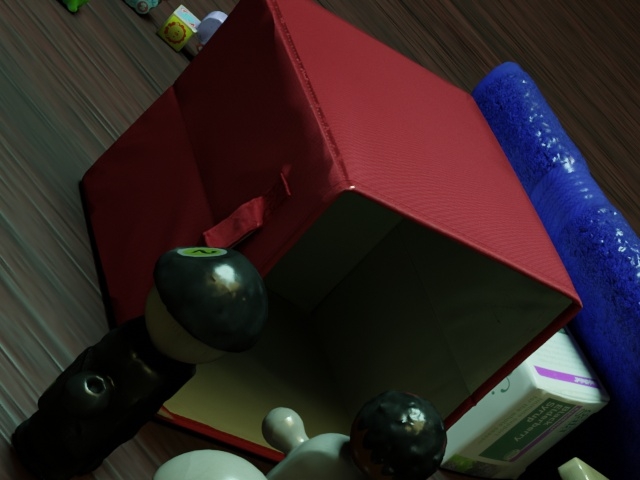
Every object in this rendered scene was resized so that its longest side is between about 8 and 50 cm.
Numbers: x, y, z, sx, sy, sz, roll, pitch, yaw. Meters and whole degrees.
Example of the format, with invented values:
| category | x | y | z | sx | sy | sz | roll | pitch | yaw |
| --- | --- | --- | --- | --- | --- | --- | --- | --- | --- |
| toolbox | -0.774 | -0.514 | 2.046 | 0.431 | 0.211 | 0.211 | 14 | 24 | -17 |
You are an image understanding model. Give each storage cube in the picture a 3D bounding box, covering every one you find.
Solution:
| category | x | y | z | sx | sy | sz | roll | pitch | yaw |
| --- | --- | --- | --- | --- | --- | --- | --- | --- | --- |
| storage cube | 0.000 | 0.000 | 0.951 | 0.215 | 0.183 | 0.193 | 24 | 31 | -37 |

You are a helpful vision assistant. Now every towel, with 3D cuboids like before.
| category | x | y | z | sx | sy | sz | roll | pitch | yaw |
| --- | --- | --- | --- | --- | --- | --- | --- | --- | --- |
| towel | 0.182 | 0.048 | 1.192 | 0.227 | 0.076 | 0.308 | 79 | -14 | -53 |

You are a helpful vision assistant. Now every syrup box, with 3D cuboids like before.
| category | x | y | z | sx | sy | sz | roll | pitch | yaw |
| --- | --- | --- | --- | --- | --- | --- | --- | --- | --- |
| syrup box | 0.091 | 0.042 | 1.136 | 0.096 | 0.093 | 0.236 | 17 | 37 | -47 |

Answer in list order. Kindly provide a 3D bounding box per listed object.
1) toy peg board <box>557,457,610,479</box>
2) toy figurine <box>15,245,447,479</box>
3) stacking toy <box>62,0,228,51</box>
| category | x | y | z | sx | sy | sz | roll | pitch | yaw |
| --- | --- | --- | --- | --- | --- | --- | --- | --- | --- |
| toy peg board | 0.192 | 0.240 | 1.038 | 0.161 | 0.079 | 0.161 | 36 | 23 | -57 |
| toy figurine | -0.028 | 0.129 | 0.750 | 0.210 | 0.148 | 0.213 | 33 | 27 | -25 |
| stacking toy | -0.101 | -0.171 | 1.212 | 0.221 | 0.052 | 0.167 | 41 | 25 | -9 |
